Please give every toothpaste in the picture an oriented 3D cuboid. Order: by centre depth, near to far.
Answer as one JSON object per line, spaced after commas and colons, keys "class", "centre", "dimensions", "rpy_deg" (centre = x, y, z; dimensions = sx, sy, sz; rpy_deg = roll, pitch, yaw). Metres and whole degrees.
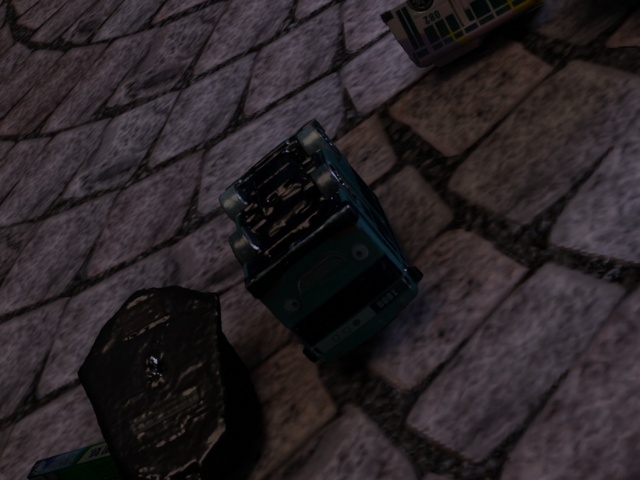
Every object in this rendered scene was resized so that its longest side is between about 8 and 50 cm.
{"class": "toothpaste", "centre": [-0.147, 0.141, 0.903], "dimensions": [0.083, 0.020, 0.017], "rpy_deg": [-20, 29, 35]}

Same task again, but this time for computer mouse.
{"class": "computer mouse", "centre": [-0.085, 0.096, 0.854], "dimensions": [0.099, 0.057, 0.172], "rpy_deg": [-26, 43, 5]}

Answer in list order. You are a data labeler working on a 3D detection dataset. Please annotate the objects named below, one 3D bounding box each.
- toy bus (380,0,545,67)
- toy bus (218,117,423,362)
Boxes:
{"class": "toy bus", "centre": [0.099, -0.160, 0.997], "dimensions": [0.102, 0.058, 0.052], "rpy_deg": [-28, 2, 24]}
{"class": "toy bus", "centre": [0.000, 0.000, 0.848], "dimensions": [0.079, 0.092, 0.160], "rpy_deg": [-39, 21, 8]}
